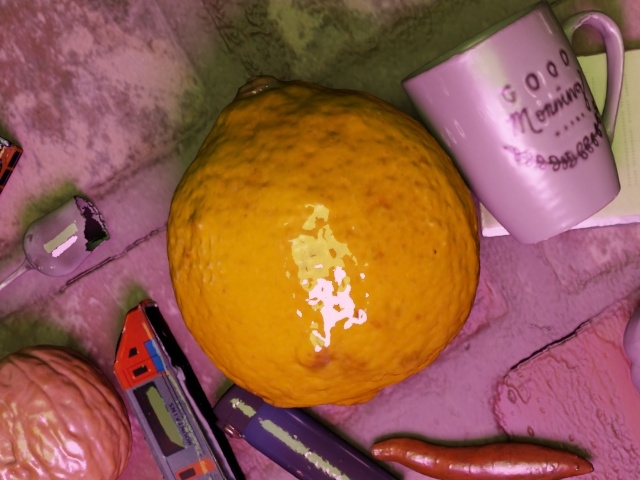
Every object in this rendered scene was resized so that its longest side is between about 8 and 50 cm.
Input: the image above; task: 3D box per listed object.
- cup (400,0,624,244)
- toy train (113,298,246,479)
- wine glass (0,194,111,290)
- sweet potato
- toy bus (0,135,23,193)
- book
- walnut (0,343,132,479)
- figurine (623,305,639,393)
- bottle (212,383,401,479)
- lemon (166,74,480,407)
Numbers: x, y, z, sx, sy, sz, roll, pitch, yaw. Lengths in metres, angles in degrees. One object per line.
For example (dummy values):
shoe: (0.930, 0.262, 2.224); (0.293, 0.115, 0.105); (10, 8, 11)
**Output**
cup: (0.256, -0.146, 1.825); (0.258, 0.186, 0.234); (-34, 98, -17)
toy train: (-0.149, 0.269, 1.941); (0.089, 0.086, 0.409); (-27, 89, 9)
wine glass: (-0.350, 0.027, 1.959); (0.195, 0.079, 0.079); (-37, 88, 8)
sweet potato: (0.192, 0.266, 1.916); (0.264, 0.057, 0.057); (0, 92, 8)
toy bus: (-0.451, -0.049, 1.951); (0.098, 0.114, 0.201); (28, 90, 4)
book: (0.320, -0.118, 1.901); (0.282, 0.025, 0.215); (-4, 93, 8)
walnut: (-0.322, 0.231, 1.914); (0.213, 0.213, 0.213); (0, 92, 7)
figurine: (0.464, 0.105, 1.840); (0.236, 0.133, 0.176); (-15, 81, 5)
bottle: (-0.016, 0.253, 1.930); (0.244, 0.072, 0.082); (36, 86, 5)
lemon: (0.000, 0.000, 1.786); (0.350, 0.350, 0.387); (-14, 97, 7)
